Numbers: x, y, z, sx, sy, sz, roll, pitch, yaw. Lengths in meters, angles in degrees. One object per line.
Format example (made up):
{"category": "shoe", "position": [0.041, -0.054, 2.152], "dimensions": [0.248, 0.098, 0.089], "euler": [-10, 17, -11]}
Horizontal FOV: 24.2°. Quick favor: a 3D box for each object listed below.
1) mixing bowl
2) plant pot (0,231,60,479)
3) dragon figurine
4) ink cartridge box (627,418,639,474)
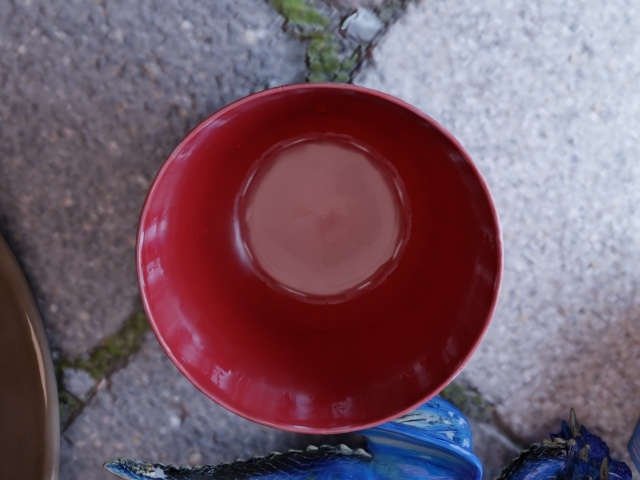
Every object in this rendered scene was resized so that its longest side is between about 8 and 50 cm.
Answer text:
{"category": "mixing bowl", "position": [0.000, 0.000, 0.778], "dimensions": [0.181, 0.098, 0.181], "euler": [0, 104, 1]}
{"category": "plant pot", "position": [-0.293, 0.100, 0.755], "dimensions": [0.229, 0.263, 0.263], "euler": [-9, 105, 22]}
{"category": "dragon figurine", "position": [0.038, 0.127, 0.818], "dimensions": [0.289, 0.085, 0.144], "euler": [26, 104, -6]}
{"category": "ink cartridge box", "position": [0.239, 0.079, 0.800], "dimensions": [0.089, 0.092, 0.143], "euler": [18, 103, -3]}
